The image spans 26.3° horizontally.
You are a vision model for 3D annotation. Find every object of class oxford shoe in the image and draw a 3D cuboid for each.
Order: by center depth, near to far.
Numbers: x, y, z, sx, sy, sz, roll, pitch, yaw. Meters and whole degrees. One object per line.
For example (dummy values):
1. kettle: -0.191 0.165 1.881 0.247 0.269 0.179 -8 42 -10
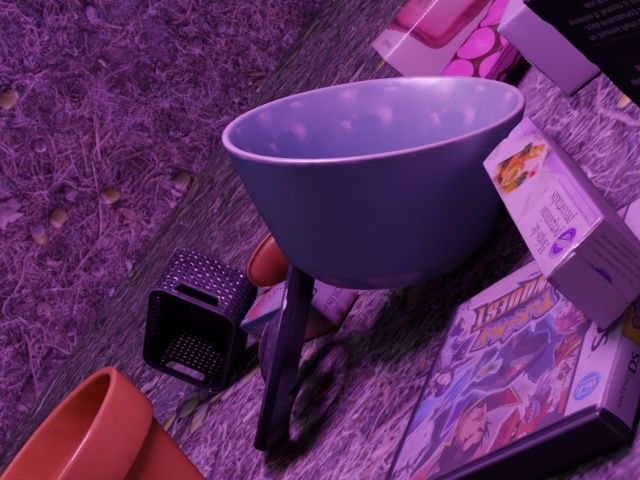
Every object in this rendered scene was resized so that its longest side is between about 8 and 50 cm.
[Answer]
1. oxford shoe: 0.000 0.000 1.738 0.212 0.076 0.076 -32 34 2

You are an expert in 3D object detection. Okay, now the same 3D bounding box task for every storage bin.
1. storage bin: -0.162 0.108 1.833 0.180 0.122 0.084 104 -170 -50

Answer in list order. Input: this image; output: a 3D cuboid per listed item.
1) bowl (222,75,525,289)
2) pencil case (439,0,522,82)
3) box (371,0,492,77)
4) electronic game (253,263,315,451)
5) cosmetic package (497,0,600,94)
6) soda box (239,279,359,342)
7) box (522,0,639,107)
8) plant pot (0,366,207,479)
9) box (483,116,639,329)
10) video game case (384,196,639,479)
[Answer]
1. bowl: 0.065 -0.056 1.416 0.311 0.163 0.311 -8 19 3
2. pencil case: 0.215 -0.230 1.705 0.098 0.095 0.209 6 59 55
3. box: 0.196 -0.304 1.869 0.232 0.127 0.148 -48 14 8
4. electronic game: -0.044 0.119 1.512 0.229 0.048 0.229 -169 90 -90
5. cosmetic package: 0.310 -0.272 1.448 0.231 0.117 0.085 -37 18 40
6. soda box: -0.029 0.086 1.703 0.183 0.063 0.058 -28 26 58
7. box: 0.324 -0.154 0.715 0.296 0.294 0.183 -55 17 -16
8. plant pot: -0.237 0.310 1.483 0.291 0.203 0.291 -47 15 16
9. box: 0.196 -0.025 1.121 0.063 0.067 0.324 -49 14 13
10. video game case: 0.167 0.099 1.103 0.275 0.035 0.248 -36 20 47
